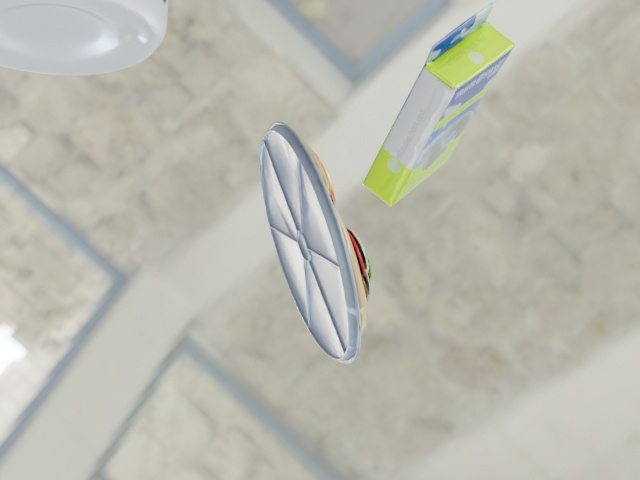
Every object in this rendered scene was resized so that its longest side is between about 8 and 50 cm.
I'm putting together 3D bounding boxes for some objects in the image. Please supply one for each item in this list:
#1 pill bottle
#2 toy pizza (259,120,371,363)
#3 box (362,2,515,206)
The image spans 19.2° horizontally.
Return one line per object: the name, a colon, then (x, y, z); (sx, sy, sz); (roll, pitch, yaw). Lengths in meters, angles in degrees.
pill bottle: (-0.134, -0.203, 0.996); (0.119, 0.119, 0.209); (-29, -125, 56)
toy pizza: (0.000, 0.000, 1.507); (0.032, 0.201, 0.201); (-17, -175, -14)
box: (0.110, -0.122, 1.722); (0.109, 0.042, 0.178); (-39, 163, -44)
